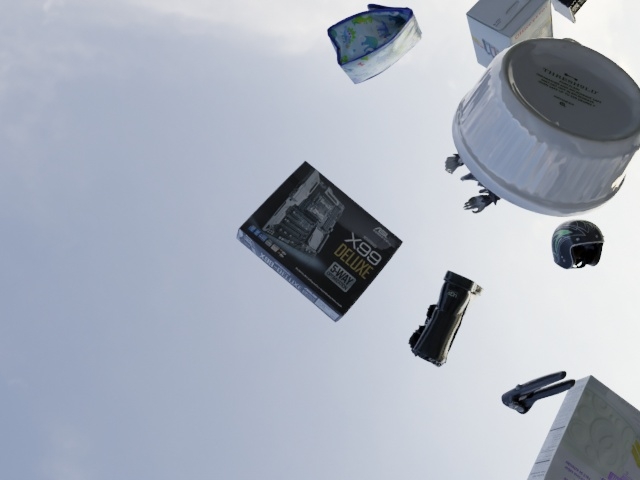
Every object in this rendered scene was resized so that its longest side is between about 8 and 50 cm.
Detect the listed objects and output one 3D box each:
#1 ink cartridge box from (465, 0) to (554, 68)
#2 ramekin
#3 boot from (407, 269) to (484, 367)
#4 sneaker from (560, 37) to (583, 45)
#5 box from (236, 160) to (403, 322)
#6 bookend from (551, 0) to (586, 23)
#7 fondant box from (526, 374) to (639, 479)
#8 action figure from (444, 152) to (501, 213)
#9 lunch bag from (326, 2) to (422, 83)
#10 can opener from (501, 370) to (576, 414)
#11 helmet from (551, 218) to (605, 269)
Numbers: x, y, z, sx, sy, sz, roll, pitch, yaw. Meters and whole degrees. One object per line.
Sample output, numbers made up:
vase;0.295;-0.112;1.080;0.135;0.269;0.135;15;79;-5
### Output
ink cartridge box;0.417;-0.458;1.440;0.128;0.127;0.176;-46;-31;-3
ramekin;0.338;-0.175;0.953;0.273;0.127;0.272;6;-125;-8
boot;0.282;0.177;1.493;0.207;0.094;0.246;-65;-17;1
sneaker;0.601;-0.403;1.553;0.152;0.058;0.084;52;-128;-11
box;0.000;0.000;1.530;0.307;0.076;0.242;41;-113;4
bookend;0.677;-0.665;1.710;0.072;0.156;0.157;45;-162;18
fondant box;0.704;0.550;1.687;0.238;0.096;0.330;37;-117;3
action figure;0.399;-0.151;1.654;0.276;0.141;0.163;2;-110;-67
lunch bag;0.102;-0.356;1.169;0.129;0.151;0.096;-2;-106;-75
can opener;0.436;0.301;1.336;0.059;0.186;0.073;30;-125;-6
helmet;0.846;0.006;2.172;0.170;0.170;0.161;-18;-59;-43
